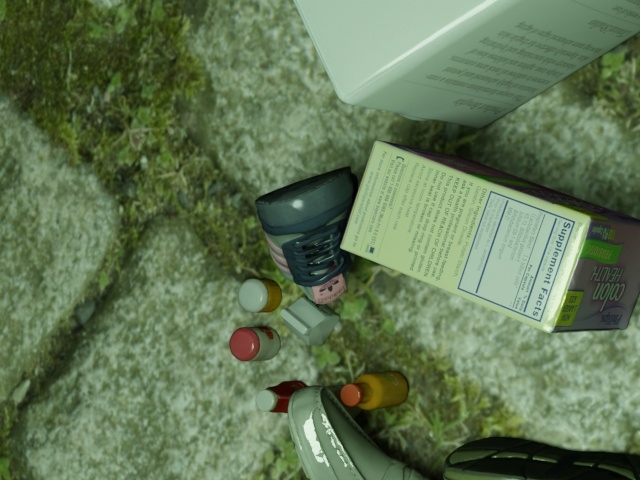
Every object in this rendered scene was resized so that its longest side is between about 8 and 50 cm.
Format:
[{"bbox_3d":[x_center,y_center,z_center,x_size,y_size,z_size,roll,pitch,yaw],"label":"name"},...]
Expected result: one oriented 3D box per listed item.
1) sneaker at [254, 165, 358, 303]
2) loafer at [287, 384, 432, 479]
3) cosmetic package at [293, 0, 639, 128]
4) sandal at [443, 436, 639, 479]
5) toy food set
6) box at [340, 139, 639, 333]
[{"bbox_3d":[0.000,0.000,1.787,0.112,0.319,0.131,-18,89,0],"label":"sneaker"},{"bbox_3d":[0.081,0.276,1.789,0.111,0.112,0.319,-31,103,20],"label":"loafer"},{"bbox_3d":[0.181,-0.349,1.666,0.393,0.329,0.327,-31,75,24],"label":"cosmetic package"},{"bbox_3d":[0.264,0.269,1.736,0.303,0.120,0.086,8,109,39],"label":"sandal"},{"bbox_3d":[-0.028,0.133,1.895,0.232,0.104,0.111,40,107,24],"label":"toy food set"},{"bbox_3d":[0.184,-0.003,1.719,0.243,0.213,0.117,23,99,28],"label":"box"}]
